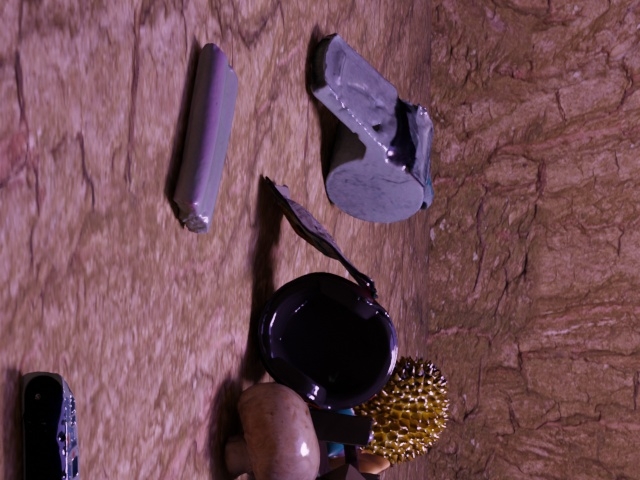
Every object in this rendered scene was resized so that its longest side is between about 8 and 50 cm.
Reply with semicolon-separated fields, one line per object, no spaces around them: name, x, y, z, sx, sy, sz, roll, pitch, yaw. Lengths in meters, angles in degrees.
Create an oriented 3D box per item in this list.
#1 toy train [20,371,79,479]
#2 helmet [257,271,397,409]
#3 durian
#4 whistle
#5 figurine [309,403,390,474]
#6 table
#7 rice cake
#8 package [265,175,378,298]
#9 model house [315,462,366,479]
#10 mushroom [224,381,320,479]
toy train;-0.233;0.212;0.972;0.047;0.043;0.208;-36;127;-77
helmet;0.007;0.147;1.666;0.189;0.216;0.193;-58;-167;-4
durian;0.113;0.313;2.094;0.293;0.258;0.258;28;65;-70
whistle;0.102;-0.195;2.047;0.405;0.188;0.168;75;22;-52
figurine;0.026;0.257;1.848;0.208;0.180;0.257;-11;97;-47
table;-0.003;0.323;1.711;0.062;0.175;0.146;-71;160;-45
rice cake;-0.136;-0.123;1.345;0.080;0.042;0.222;67;29;-65
package;0.000;0.000;1.697;0.040;0.232;0.166;-42;168;-2
model house;-0.007;0.429;1.618;0.243;0.204;0.211;93;9;-46
mushroom;-0.067;0.276;1.541;0.166;0.127;0.166;171;-90;-88
